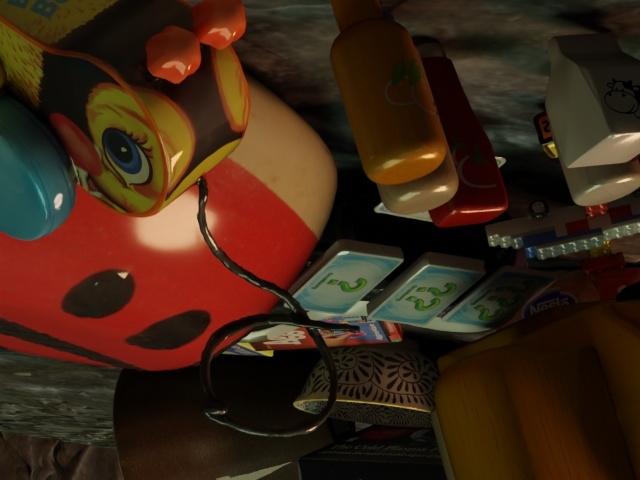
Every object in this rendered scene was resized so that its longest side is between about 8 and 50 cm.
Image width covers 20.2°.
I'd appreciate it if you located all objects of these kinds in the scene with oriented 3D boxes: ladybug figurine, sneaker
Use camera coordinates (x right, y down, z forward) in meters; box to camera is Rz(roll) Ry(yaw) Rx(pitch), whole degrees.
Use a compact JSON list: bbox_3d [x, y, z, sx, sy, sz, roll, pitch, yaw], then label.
[{"bbox_3d":[-0.163,-0.025,1.037,0.305,0.162,0.449,-3,165,34],"label":"ladybug figurine"},{"bbox_3d":[0.000,0.000,1.256,0.283,0.107,0.124,-3,157,10],"label":"sneaker"}]

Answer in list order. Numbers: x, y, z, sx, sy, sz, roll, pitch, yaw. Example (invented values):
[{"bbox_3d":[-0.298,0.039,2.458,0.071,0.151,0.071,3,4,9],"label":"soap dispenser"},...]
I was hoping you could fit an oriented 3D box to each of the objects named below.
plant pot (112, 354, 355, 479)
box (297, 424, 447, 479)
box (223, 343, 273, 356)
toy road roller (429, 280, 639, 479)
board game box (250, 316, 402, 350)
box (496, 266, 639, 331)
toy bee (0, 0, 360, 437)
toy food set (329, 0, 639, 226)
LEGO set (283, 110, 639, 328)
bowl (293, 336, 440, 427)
[{"bbox_3d":[-0.085,0.214,2.040,0.230,0.215,0.215,-14,161,17],"label":"plant pot"},{"bbox_3d":[0.209,0.273,1.897,0.343,0.179,0.312,-4,-172,39],"label":"box"},{"bbox_3d":[-0.129,0.084,1.781,0.178,0.042,0.109,0,166,30],"label":"box"},{"bbox_3d":[0.158,0.145,1.220,0.240,0.202,0.329,-6,165,-36],"label":"toy road roller"},{"bbox_3d":[-0.011,0.058,1.590,0.145,0.027,0.281,-3,166,7],"label":"board game box"},{"bbox_3d":[0.276,0.128,1.523,0.142,0.154,0.300,-3,163,35],"label":"box"},{"bbox_3d":[-0.087,-0.075,0.756,0.298,0.195,0.162,25,145,-4],"label":"toy bee"},{"bbox_3d":[0.096,-0.077,0.906,0.232,0.104,0.111,-7,161,-30],"label":"toy food set"},{"bbox_3d":[0.115,0.005,1.117,0.182,0.060,0.244,9,145,-33],"label":"LEGO set"},{"bbox_3d":[0.060,0.141,1.844,0.170,0.080,0.170,6,167,1],"label":"bowl"}]
